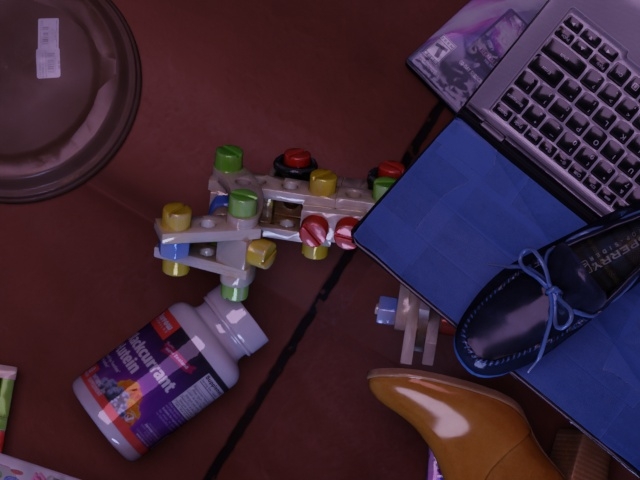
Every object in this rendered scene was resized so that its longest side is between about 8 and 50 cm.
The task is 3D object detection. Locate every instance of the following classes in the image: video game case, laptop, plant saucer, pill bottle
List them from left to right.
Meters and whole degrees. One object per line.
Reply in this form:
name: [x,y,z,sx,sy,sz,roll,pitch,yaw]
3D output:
plant saucer: [-0.337,-0.179,1.914,0.278,0.041,0.277,0,78,2]
pill bottle: [-0.153,0.133,1.813,0.193,0.108,0.108,-38,80,-5]
video game case: [0.259,-0.218,1.905,0.274,0.026,0.196,-43,81,-5]
laptop: [0.315,-0.052,1.739,0.382,0.236,0.408,39,102,3]

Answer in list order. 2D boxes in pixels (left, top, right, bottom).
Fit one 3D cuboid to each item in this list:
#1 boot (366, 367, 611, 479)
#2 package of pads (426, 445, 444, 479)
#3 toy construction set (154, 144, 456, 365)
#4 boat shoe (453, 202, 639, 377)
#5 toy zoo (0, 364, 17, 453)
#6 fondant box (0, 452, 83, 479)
boot: [0.156,0.263,1.747,0.295,0.104,0.211,22,76,-16]
package of pads: [0.136,0.243,1.820,0.050,0.032,0.083,6,80,0]
toy construction set: [0.000,0.000,1.785,0.328,0.215,0.151,21,117,-3]
boat shoe: [0.234,0.031,1.650,0.258,0.089,0.109,-39,84,-16]
toy zoo: [-0.438,0.262,1.817,0.192,0.030,0.293,10,80,-10]
fondant box: [-0.271,0.362,1.736,0.330,0.096,0.238,19,69,-2]
